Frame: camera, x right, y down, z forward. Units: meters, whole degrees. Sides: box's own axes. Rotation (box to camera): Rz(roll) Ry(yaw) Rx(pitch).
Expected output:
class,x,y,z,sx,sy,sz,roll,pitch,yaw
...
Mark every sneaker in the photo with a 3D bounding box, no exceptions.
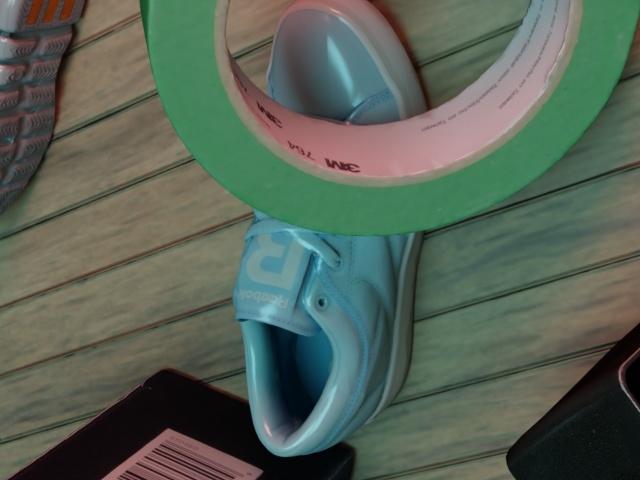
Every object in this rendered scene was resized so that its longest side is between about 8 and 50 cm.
class,x,y,z,sx,sy,sz,roll,pitch,yaw
sneaker,-0.319,-0.156,1.296,0.180,0.124,0.321,33,112,19
sneaker,0.000,0.000,1.141,0.135,0.150,0.366,6,113,27

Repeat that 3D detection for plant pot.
class,x,y,z,sx,sy,sz,roll,pitch,yaw
plant pot,0.246,0.150,1.051,0.188,0.187,0.167,55,139,0

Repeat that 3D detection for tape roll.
class,x,y,z,sx,sy,sz,roll,pitch,yaw
tape roll,0.045,-0.155,0.982,0.321,0.077,0.321,-5,123,-8

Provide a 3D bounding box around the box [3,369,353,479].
class,x,y,z,sx,sy,sz,roll,pitch,yaw
box,-0.152,0.364,1.293,0.212,0.293,0.395,20,118,23
